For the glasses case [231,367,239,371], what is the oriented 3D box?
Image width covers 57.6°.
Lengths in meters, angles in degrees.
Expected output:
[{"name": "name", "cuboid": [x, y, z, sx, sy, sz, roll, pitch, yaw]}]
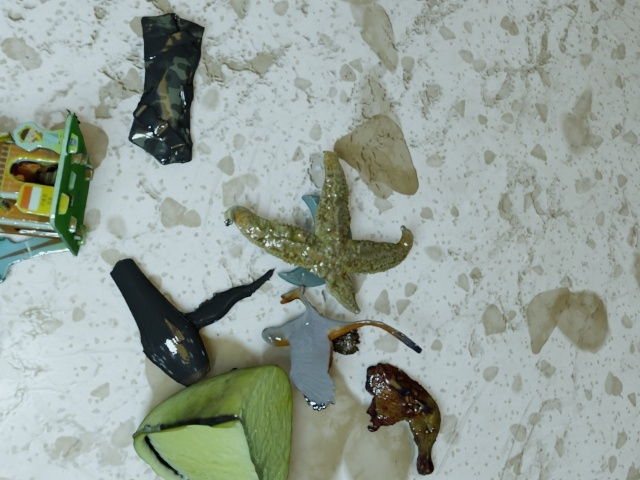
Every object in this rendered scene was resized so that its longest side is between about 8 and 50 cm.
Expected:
[{"name": "glasses case", "cuboid": [-0.173, 0.324, 1.348, 0.083, 0.023, 0.033, 30, 79, -17]}]

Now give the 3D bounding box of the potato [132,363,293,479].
[{"name": "potato", "cuboid": [-0.216, 0.384, 1.221, 0.213, 0.280, 0.330, -70, 152, -51]}]

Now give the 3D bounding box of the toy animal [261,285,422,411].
[{"name": "toy animal", "cuboid": [0.029, 0.211, 1.337, 0.284, 0.225, 0.302, -34, 73, -8]}]

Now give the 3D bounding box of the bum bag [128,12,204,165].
[{"name": "bum bag", "cuboid": [-0.342, -0.337, 1.296, 0.144, 0.095, 0.340, 6, 90, -27]}]

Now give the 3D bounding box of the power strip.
[{"name": "power strip", "cuboid": [0.000, 0.000, 1.439, 0.167, 0.054, 0.253, 24, 76, -23]}]

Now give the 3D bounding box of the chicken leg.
[{"name": "chicken leg", "cuboid": [0.218, 0.449, 1.489, 0.322, 0.083, 0.177, 44, 79, -13]}]

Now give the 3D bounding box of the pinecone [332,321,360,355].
[{"name": "pinecone", "cuboid": [0.062, 0.243, 1.437, 0.077, 0.077, 0.083, 31, 42, -19]}]

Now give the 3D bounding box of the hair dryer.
[{"name": "hair dryer", "cuboid": [-0.260, 0.123, 1.309, 0.359, 0.120, 0.304, -31, 84, -34]}]

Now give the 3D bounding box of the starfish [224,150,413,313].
[{"name": "starfish", "cuboid": [0.022, -0.031, 1.383, 0.432, 0.082, 0.324, 41, 75, -15]}]

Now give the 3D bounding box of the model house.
[{"name": "model house", "cuboid": [-0.607, -0.049, 1.049, 0.323, 0.300, 0.340, 8, 76, -13]}]
